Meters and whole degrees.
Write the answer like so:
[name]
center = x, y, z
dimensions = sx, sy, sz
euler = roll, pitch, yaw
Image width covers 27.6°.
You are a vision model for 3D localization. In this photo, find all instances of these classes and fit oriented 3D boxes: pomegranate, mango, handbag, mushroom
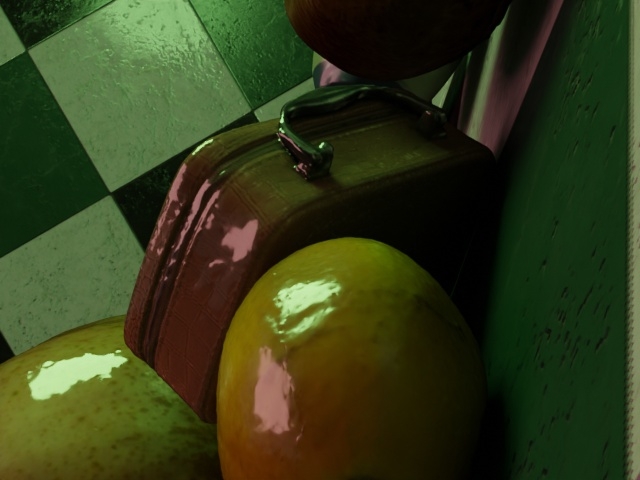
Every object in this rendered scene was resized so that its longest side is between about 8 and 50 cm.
[pomegranate]
center = -0.102, 0.183, 0.792
dimensions = 0.319, 0.319, 0.319
euler = -165, 90, -89
[mango]
center = 0.011, 0.079, 0.561
dimensions = 0.227, 0.109, 0.147
euler = 98, 166, -77
[handbag]
center = 0.000, 0.000, 0.659
dimensions = 0.193, 0.072, 0.151
euler = -20, -41, -42
[mushroom]
center = 0.058, -0.207, 0.731
dimensions = 0.253, 0.153, 0.253
euler = -163, 90, -89

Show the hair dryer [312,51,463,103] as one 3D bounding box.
[hair dryer]
center = 0.091, -0.201, 1.025
dimensions = 0.298, 0.119, 0.296
euler = 42, -111, -77
